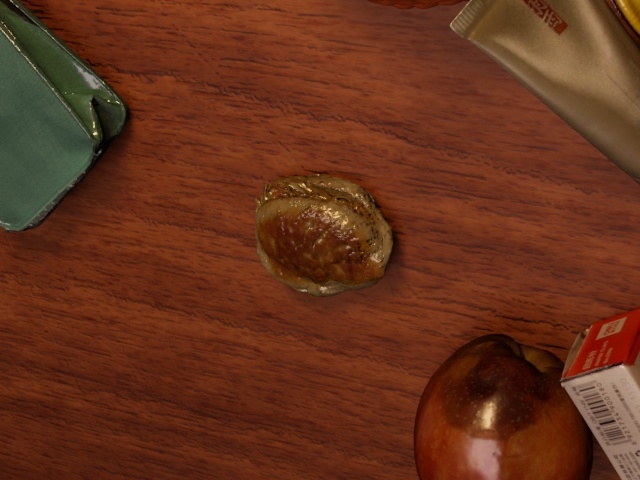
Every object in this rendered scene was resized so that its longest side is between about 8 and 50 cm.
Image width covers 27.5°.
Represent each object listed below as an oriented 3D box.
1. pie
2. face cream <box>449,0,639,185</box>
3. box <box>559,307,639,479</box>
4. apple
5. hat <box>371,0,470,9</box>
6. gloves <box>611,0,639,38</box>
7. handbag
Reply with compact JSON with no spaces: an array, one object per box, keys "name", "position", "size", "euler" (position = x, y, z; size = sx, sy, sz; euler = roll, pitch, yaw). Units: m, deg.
[{"name":"pie","position":[0.000,0.000,1.618],"size":[0.193,0.079,0.163],"euler":[0,121,29]},{"name":"face cream","position":[0.270,-0.158,1.277],"size":[0.341,0.084,0.137],"euler":[39,92,-33]},{"name":"box","position":[0.363,0.185,1.492],"size":[0.099,0.133,0.182],"euler":[-25,106,36]},{"name":"apple","position":[0.217,0.224,1.542],"size":[0.230,0.230,0.230],"euler":[14,123,21]},{"name":"hat","position":[0.008,-0.352,1.288],"size":[0.400,0.285,0.285],"euler":[-5,115,37]},{"name":"gloves","position":[0.409,-0.298,1.201],"size":[0.294,0.133,0.116],"euler":[-27,61,33]},{"name":"handbag","position":[-0.404,-0.177,1.724],"size":[0.274,0.100,0.268],"euler":[47,133,-3]}]
